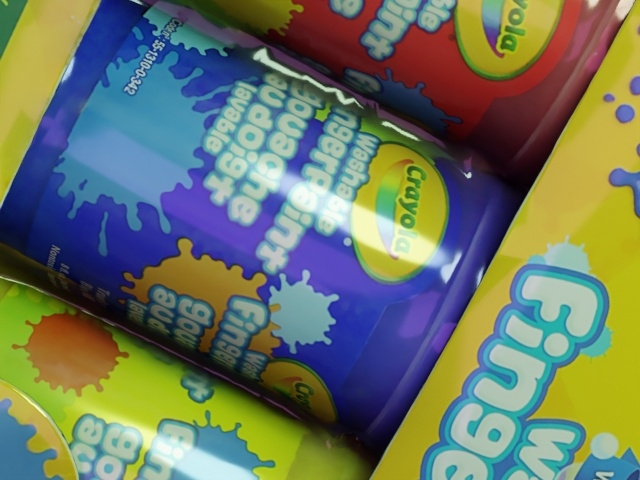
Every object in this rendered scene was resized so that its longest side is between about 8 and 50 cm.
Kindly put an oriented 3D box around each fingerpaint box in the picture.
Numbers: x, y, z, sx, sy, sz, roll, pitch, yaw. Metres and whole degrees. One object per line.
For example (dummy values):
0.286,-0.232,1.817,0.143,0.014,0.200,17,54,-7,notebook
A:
0.000,0.000,0.732,0.371,0.163,0.444,28,103,-2,fingerpaint box
